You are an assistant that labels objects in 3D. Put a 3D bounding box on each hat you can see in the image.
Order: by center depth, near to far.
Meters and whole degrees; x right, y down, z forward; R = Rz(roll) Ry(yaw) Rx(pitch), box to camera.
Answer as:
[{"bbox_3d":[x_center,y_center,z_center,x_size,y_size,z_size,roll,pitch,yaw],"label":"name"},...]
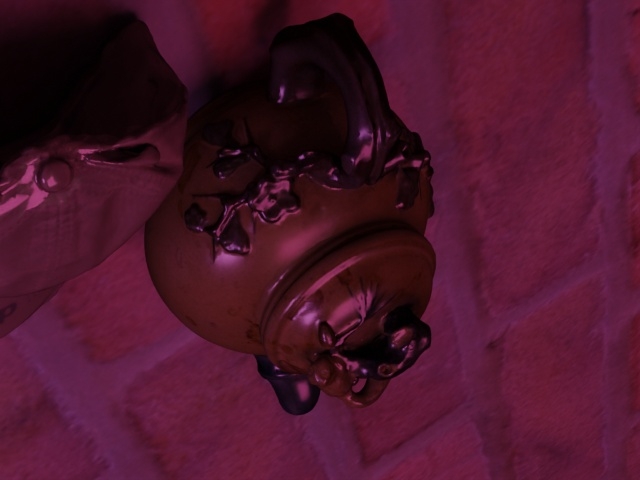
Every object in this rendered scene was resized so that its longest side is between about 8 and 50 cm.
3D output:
[{"bbox_3d":[-0.157,0.007,0.908,0.214,0.149,0.245,-24,140,-21],"label":"hat"}]

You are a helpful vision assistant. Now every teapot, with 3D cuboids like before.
[{"bbox_3d":[0.000,0.000,1.011,0.173,0.182,0.269,-18,147,-30],"label":"teapot"}]
